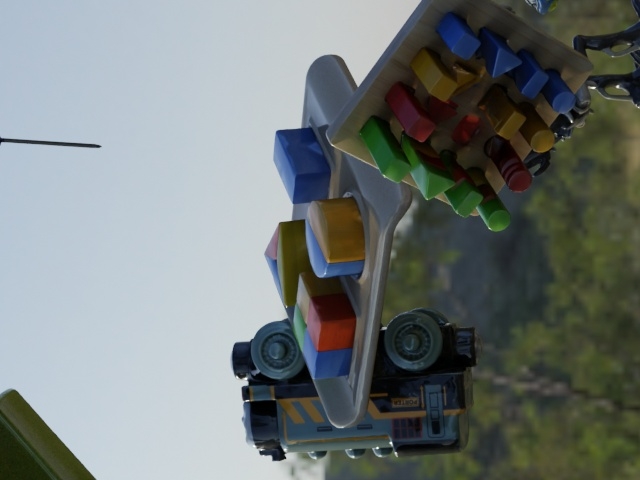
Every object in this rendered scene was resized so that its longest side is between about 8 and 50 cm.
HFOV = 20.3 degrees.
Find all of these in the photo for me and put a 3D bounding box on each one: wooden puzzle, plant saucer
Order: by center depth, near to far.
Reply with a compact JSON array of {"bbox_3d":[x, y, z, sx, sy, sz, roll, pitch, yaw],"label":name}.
[{"bbox_3d":[-0.350,0.266,1.887,0.188,0.188,0.045,43,166,25],"label":"plant saucer"},{"bbox_3d":[0.000,0.000,2.146,0.322,0.080,0.348,-113,28,-48],"label":"wooden puzzle"}]

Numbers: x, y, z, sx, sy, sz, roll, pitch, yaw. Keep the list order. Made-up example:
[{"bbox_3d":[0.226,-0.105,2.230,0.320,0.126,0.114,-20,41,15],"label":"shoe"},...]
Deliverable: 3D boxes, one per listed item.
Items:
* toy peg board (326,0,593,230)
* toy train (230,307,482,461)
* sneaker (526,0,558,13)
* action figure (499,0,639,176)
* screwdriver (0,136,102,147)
[{"bbox_3d":[0.120,-0.094,1.392,0.160,0.161,0.079,-53,34,20],"label":"toy peg board"},{"bbox_3d":[0.048,0.190,2.324,0.142,0.334,0.190,-1,-94,-79],"label":"toy train"},{"bbox_3d":[0.144,-0.250,1.363,0.067,0.078,0.188,-55,-45,-16],"label":"sneaker"},{"bbox_3d":[0.218,-0.149,1.814,0.141,0.276,0.164,56,163,36],"label":"action figure"},{"bbox_3d":[-0.291,-0.092,1.699,0.025,0.170,0.024,-52,42,45],"label":"screwdriver"}]
